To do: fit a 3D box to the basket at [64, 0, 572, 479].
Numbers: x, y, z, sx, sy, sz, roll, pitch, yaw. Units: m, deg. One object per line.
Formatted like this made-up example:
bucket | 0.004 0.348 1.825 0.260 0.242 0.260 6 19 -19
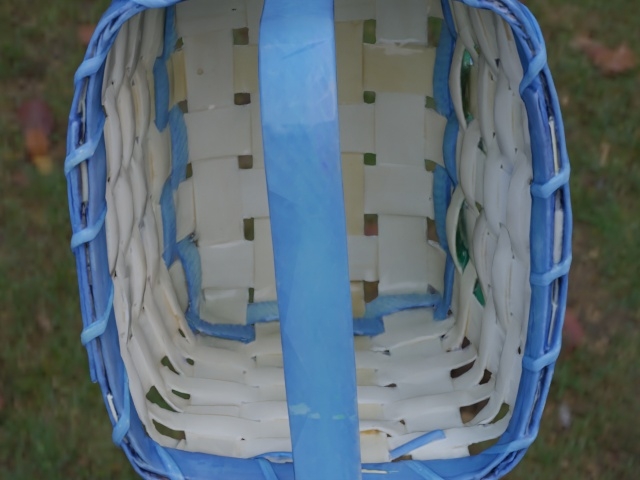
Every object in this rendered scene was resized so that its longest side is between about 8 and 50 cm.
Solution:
basket | 0.000 0.000 0.719 0.201 0.255 0.289 0 25 4
